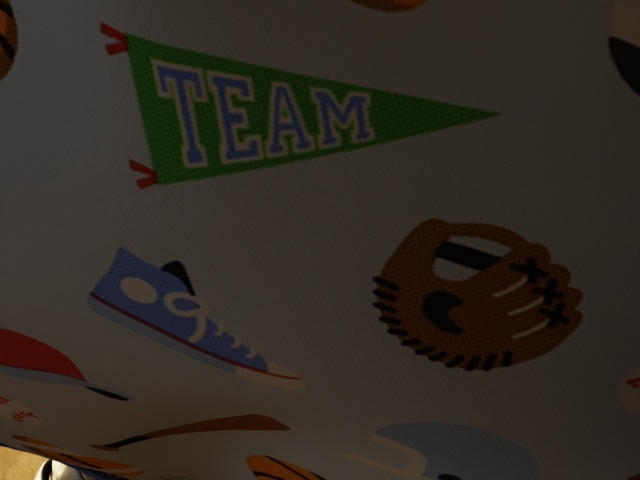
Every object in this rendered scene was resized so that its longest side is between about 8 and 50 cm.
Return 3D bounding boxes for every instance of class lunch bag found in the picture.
[{"bbox_3d":[0.029,-0.028,0.584,0.385,0.328,0.239,116,172,-47],"label":"lunch bag"}]

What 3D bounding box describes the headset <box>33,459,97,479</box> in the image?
[{"bbox_3d":[-0.150,0.218,1.708,0.394,0.185,0.243,-52,-2,-40],"label":"headset"}]
